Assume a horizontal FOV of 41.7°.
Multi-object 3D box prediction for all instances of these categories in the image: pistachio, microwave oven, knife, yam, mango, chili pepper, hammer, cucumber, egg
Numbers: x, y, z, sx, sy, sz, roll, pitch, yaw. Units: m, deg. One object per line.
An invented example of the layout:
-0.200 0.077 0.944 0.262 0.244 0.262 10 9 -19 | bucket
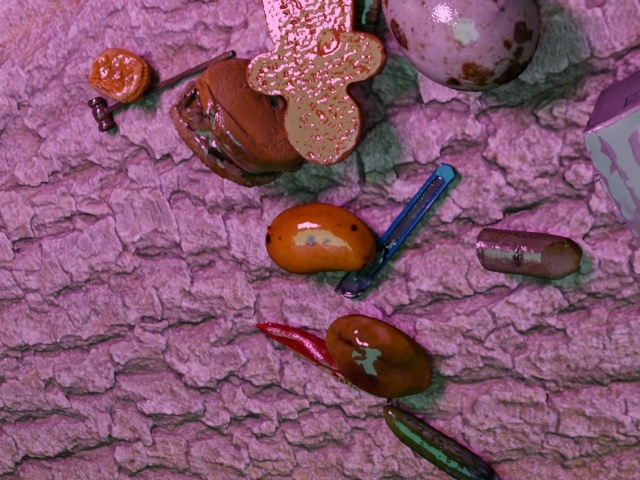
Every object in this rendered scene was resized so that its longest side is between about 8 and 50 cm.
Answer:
0.094 0.185 1.349 0.189 0.100 0.110 35 122 9 | pistachio
0.451 -0.124 0.978 0.238 0.295 0.181 -27 97 28 | microwave oven
0.113 -0.009 1.314 0.044 0.026 0.296 45 120 15 | knife
0.303 0.020 1.221 0.147 0.070 0.069 8 112 21 | yam
-0.002 -0.003 1.324 0.178 0.090 0.115 -4 105 24 | mango
0.006 0.198 1.424 0.268 0.059 0.050 29 79 13 | chili pepper
-0.261 -0.252 1.380 0.292 0.029 0.058 -18 103 25 | hammer
0.205 0.354 1.392 0.250 0.056 0.056 33 118 11 | cucumber
0.178 -0.292 1.104 0.231 0.169 0.169 37 119 19 | egg

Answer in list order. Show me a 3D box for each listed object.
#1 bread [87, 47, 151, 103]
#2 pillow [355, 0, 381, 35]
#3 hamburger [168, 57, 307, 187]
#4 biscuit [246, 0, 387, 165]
-0.327 -0.270 1.372 0.111 0.044 0.083 26 89 25 | bread
0.040 -0.357 1.209 0.113 0.038 0.203 19 114 19 | pillow
-0.115 -0.166 1.262 0.215 0.189 0.122 39 126 -12 | hamburger
-0.009 -0.268 1.196 0.206 0.049 0.323 -11 94 16 | biscuit
